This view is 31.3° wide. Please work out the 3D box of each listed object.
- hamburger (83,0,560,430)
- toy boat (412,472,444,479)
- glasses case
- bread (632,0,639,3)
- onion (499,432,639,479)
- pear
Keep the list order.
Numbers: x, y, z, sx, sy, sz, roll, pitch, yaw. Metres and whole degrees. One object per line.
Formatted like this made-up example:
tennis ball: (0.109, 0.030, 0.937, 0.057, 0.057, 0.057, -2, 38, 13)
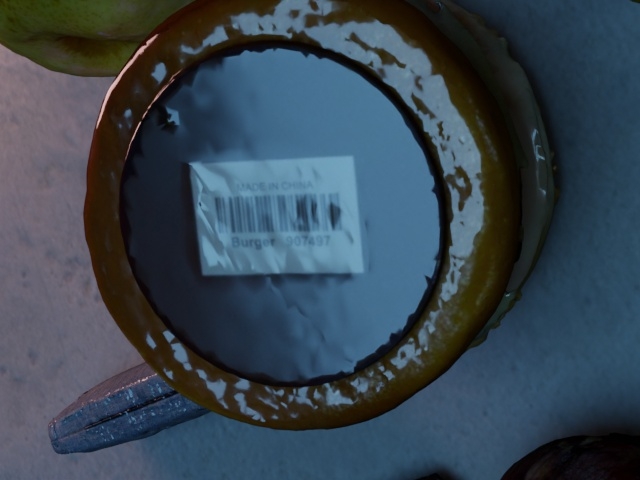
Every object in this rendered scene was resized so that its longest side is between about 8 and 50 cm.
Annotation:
hamburger: (0.006, -0.035, 0.844, 0.330, 0.250, 0.330, 5, 104, 21)
toy boat: (0.070, 0.252, 1.003, 0.137, 0.060, 0.061, -31, 67, 26)
glasses case: (-0.143, 0.140, 1.069, 0.282, 0.109, 0.067, -26, 87, 32)
bread: (0.212, -0.298, 0.615, 0.215, 0.398, 0.398, 21, 113, 37)
onion: (0.222, 0.262, 0.842, 0.246, 0.190, 0.246, 19, 112, 57)
pear: (-0.169, -0.263, 0.902, 0.271, 0.271, 0.271, 8, 107, 28)
